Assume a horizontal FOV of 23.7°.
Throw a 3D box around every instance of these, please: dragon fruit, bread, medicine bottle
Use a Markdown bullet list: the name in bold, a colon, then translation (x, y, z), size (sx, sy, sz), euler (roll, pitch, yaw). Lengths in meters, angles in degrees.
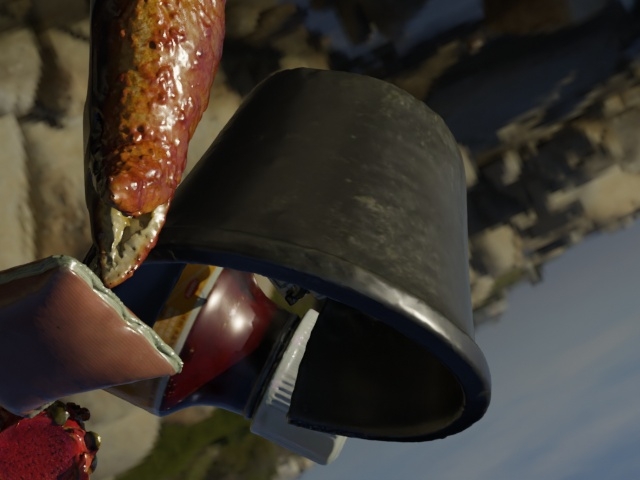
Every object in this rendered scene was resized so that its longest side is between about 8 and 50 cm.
- **dragon fruit**: translation (-0.365, 0.246, 1.903), size (0.208, 0.133, 0.150), euler (24, -179, 40)
- **bread**: translation (-0.112, -0.103, 1.022), size (0.095, 0.268, 0.139), euler (1, 152, -6)
- **medicine bottle**: translation (-0.124, 0.124, 1.895), size (0.242, 0.395, 0.242), euler (-155, -90, -89)

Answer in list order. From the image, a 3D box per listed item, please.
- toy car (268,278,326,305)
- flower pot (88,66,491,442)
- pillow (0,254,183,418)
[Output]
- **toy car**: translation (0.000, 0.000, 1.721), size (0.112, 0.112, 0.139), euler (-39, 180, -44)
- **flower pot**: translation (0.006, -0.001, 1.398), size (0.379, 0.379, 0.251), euler (-32, -146, 60)
- **pillow**: translation (-0.227, 0.073, 1.254), size (0.179, 0.171, 0.075), euler (-15, -135, 26)
